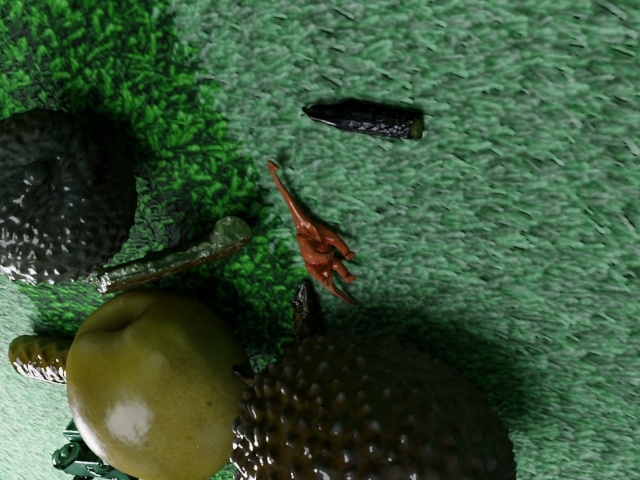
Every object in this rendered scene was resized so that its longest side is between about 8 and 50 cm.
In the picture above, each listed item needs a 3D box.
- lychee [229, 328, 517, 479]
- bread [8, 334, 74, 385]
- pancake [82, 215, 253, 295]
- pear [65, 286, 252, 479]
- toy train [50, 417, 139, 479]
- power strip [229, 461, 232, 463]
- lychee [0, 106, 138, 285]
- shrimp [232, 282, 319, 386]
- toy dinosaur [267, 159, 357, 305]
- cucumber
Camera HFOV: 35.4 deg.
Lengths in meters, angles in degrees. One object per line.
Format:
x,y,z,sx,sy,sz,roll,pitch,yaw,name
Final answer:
0.068,0.318,1.382,0.432,0.380,0.380,45,146,19,lychee
-0.498,0.235,1.941,0.270,0.098,0.087,6,92,33,bread
-0.235,0.027,1.463,0.377,0.197,0.054,-20,87,36,pancake
-0.252,0.228,1.592,0.314,0.314,0.314,20,140,18,pear
-0.435,0.432,2.050,0.270,0.154,0.115,-8,125,40,toy train
-0.191,0.375,1.843,0.092,0.034,0.268,38,162,-3,power strip
-0.388,-0.059,1.436,0.255,0.255,0.274,31,172,4,lychee
-0.066,0.153,1.506,0.035,0.148,0.195,52,153,41,shrimp
-0.005,0.004,1.357,0.101,0.055,0.279,33,152,41,toy dinosaur
0.043,-0.146,1.184,0.163,0.043,0.038,14,94,23,cucumber
